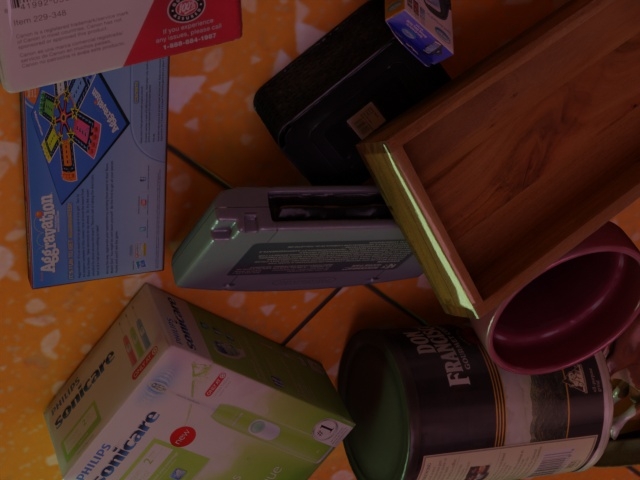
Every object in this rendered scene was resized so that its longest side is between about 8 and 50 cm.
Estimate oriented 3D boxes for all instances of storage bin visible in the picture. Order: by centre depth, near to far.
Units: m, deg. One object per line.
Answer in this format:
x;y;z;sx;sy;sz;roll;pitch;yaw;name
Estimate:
0.037;-0.145;1.374;0.180;0.084;0.122;-39;131;5;storage bin

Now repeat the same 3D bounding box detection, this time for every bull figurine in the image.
0.435;0.173;1.777;0.188;0.101;0.310;-40;131;9;bull figurine

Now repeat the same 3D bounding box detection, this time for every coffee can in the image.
0.184;0.198;1.615;0.275;0.201;0.201;-3;125;-23;coffee can

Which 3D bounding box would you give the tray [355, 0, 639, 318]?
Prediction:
0.250;-0.118;1.373;0.411;0.076;0.203;-34;105;-20;tray

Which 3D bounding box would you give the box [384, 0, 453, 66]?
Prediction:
0.096;-0.236;1.302;0.028;0.136;0.081;-27;137;31;box

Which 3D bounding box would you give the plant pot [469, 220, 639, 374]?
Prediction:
0.245;0.022;1.517;0.201;0.180;0.201;-14;137;-13;plant pot

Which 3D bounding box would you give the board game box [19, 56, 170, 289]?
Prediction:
-0.227;-0.079;1.339;0.145;0.027;0.281;-8;127;-21;board game box

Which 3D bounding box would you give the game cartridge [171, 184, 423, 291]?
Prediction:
0.000;0.000;1.419;0.297;0.062;0.198;-1;164;-23;game cartridge

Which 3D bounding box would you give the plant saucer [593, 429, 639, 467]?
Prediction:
0.476;0.283;1.855;0.199;0.198;0.036;-7;83;-20;plant saucer

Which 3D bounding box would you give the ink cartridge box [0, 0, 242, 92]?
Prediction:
-0.196;-0.304;1.118;0.226;0.131;0.306;-15;127;-18;ink cartridge box

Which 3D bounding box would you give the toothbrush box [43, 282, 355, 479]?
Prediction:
-0.137;0.205;1.527;0.283;0.122;0.206;29;108;-36;toothbrush box
